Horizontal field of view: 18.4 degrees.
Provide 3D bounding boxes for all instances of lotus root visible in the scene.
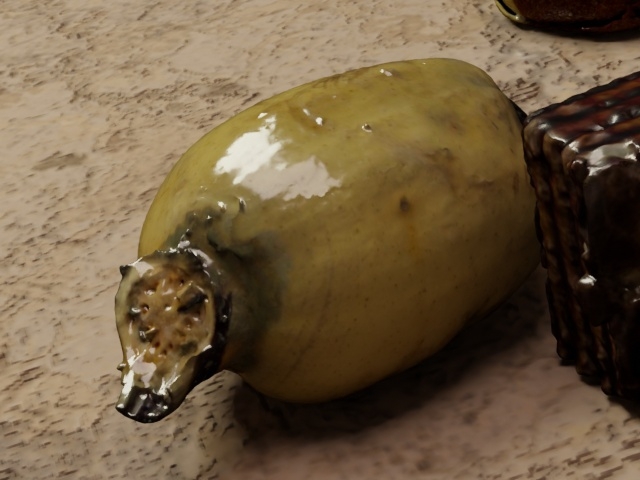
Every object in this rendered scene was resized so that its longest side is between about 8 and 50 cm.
[{"bbox_3d":[0.000,0.000,0.773,0.221,0.118,0.125,-25,14,-28],"label":"lotus root"}]

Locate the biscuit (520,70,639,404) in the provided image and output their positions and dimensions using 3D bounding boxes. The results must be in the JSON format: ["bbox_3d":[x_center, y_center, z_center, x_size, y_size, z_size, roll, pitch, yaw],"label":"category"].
[{"bbox_3d":[0.254,-0.056,0.777,0.388,0.107,0.073,-22,29,-18],"label":"biscuit"}]

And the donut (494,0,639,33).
[{"bbox_3d":[0.147,-0.155,1.051,0.140,0.059,0.140,-10,28,5],"label":"donut"}]
